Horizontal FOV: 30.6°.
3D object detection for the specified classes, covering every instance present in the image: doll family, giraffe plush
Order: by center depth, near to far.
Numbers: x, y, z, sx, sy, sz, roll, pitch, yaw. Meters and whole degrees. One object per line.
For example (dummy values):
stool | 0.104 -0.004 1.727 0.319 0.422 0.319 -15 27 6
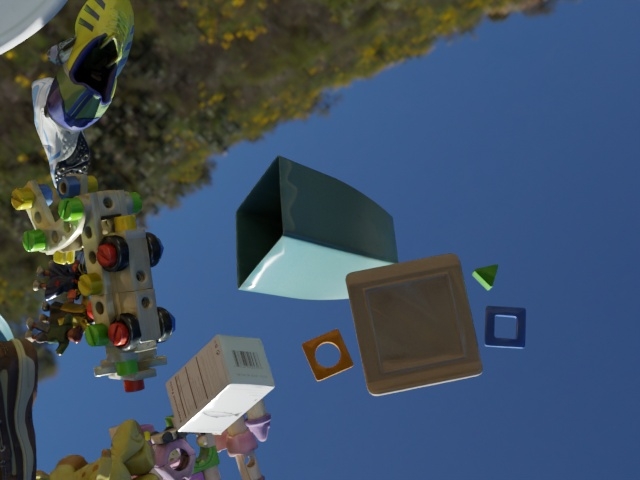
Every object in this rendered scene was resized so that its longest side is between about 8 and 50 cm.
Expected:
doll family | -0.376 0.083 1.796 0.111 0.076 0.193 2 -100 21
giraffe plush | -0.386 0.412 1.965 0.170 0.181 0.210 -11 -174 16

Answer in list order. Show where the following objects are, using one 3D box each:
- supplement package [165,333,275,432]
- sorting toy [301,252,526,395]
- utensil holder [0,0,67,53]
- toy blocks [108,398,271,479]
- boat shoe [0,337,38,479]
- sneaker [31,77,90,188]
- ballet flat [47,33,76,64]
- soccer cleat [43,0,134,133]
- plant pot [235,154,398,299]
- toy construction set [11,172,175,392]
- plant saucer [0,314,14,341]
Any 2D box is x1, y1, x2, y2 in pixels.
supplement package | -0.185 0.263 2.135 0.179 0.105 0.105 -44 -127 35
sorting toy | 0.141 0.130 1.804 0.347 0.196 0.047 -11 169 -4
utensil holder | -0.614 -0.512 1.835 0.327 0.385 0.327 -34 169 -8
toy blocks | -0.235 0.468 2.354 0.288 0.260 0.309 -15 -179 -32
boat shoe | -0.449 0.262 1.611 0.095 0.095 0.257 10 -80 56
sneaker | -0.502 -0.203 2.248 0.085 0.237 0.086 -26 -141 -32
ballet flat | -0.400 -0.325 1.952 0.114 0.041 0.041 -36 -161 -19
soccer cleat | -0.311 -0.274 1.684 0.121 0.093 0.289 -35 -148 40
plant pot | 0.000 0.000 1.938 0.166 0.234 0.165 -48 -145 43
toy construction set | -0.294 0.063 1.584 0.215 0.328 0.151 -8 -165 42
plant saucer | -0.653 0.240 1.967 0.044 0.317 0.317 25 -113 33
